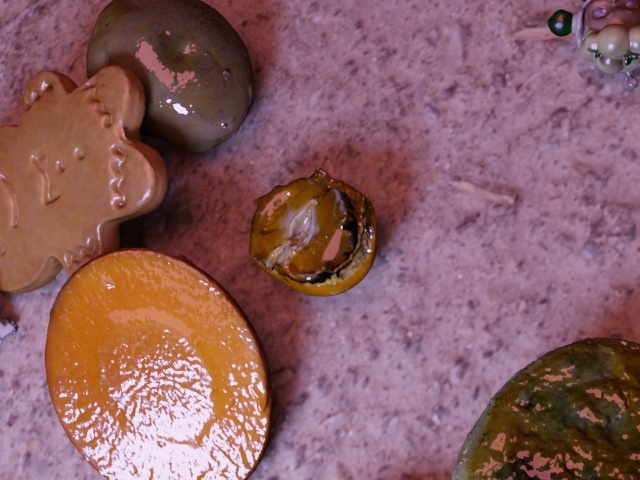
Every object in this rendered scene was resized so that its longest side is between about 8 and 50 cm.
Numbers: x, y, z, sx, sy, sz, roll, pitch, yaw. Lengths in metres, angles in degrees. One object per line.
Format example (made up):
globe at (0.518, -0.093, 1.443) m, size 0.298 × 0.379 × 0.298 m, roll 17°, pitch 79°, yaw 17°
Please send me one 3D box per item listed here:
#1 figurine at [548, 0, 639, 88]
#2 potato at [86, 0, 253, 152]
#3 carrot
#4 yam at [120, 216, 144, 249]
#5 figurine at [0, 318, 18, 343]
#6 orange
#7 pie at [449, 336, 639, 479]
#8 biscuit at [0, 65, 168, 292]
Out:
figurine at (0.329, -0.267, 1.648) m, size 0.147 × 0.093 × 0.197 m, roll -15°, pitch 63°, yaw 4°
potato at (-0.184, -0.211, 1.797) m, size 0.235 × 0.160 × 0.178 m, roll 47°, pitch 115°, yaw 19°
carrot at (-0.179, 0.156, 1.639) m, size 0.258 × 0.100 × 0.307 m, roll -34°, pitch 85°, yaw 13°
yam at (-0.247, 0.010, 1.784) m, size 0.054 × 0.054 × 0.132 m, roll -4°, pitch 70°, yaw 20°
figurine at (-0.511, 0.152, 1.791) m, size 0.182 × 0.144 × 0.256 m, roll 38°, pitch 83°, yaw 9°
orange at (0.000, 0.000, 1.659) m, size 0.160 × 0.112 × 0.169 m, roll -17°, pitch 40°, yaw 27°
pie at (0.271, 0.244, 1.387) m, size 0.323 × 0.070 × 0.323 m, roll -5°, pitch 58°, yaw 8°
biscuit at (-0.333, -0.068, 1.775) m, size 0.355 × 0.052 × 0.275 m, roll -23°, pitch 75°, yaw 34°
